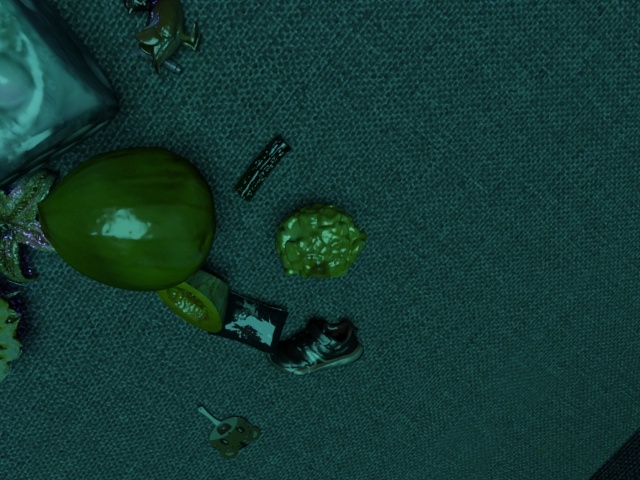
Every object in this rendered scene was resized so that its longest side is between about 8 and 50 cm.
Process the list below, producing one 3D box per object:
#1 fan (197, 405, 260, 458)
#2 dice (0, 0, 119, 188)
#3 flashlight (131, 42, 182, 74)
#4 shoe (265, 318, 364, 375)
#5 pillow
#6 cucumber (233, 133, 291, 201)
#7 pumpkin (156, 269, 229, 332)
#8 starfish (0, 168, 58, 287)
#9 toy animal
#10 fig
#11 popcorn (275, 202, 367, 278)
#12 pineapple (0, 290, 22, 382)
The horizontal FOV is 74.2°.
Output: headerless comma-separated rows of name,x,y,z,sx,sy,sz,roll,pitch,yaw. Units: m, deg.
fan,-0.306,0.590,1.330,0.152,0.008,0.226,-38,110,4
dice,-0.632,-0.304,0.818,0.328,0.330,0.348,-34,107,0
flashlight,-0.378,-0.423,0.989,0.110,0.031,0.052,26,65,-21
shoe,-0.016,0.301,1.233,0.291,0.114,0.137,-8,113,-10
pillow,-0.205,0.229,1.195,0.208,0.055,0.141,19,89,-4
cucumber,-0.149,-0.188,1.089,0.058,0.058,0.187,37,97,-18
pumpkin,-0.324,0.138,1.124,0.217,0.217,0.110,49,56,-19
starfish,-0.736,-0.026,1.014,0.312,0.113,0.303,6,104,-2
toy animal,-0.367,-0.465,0.943,0.179,0.089,0.188,19,84,-10
fig,-0.411,-0.041,0.928,0.343,0.343,0.343,-3,108,-9
popcorn,-0.002,0.011,1.111,0.235,0.181,0.216,7,108,-7
pineapple,-0.904,0.183,1.036,0.286,0.209,0.344,1,124,26
